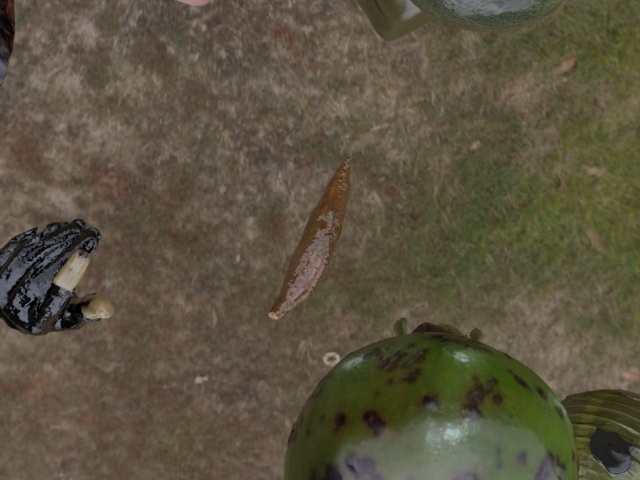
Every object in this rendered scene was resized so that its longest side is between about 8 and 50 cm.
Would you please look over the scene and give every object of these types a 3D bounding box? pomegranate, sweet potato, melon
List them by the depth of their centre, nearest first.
[{"bbox_3d":[0.080,0.145,0.639,0.210,0.263,0.211,4,134,4],"label":"pomegranate"},{"bbox_3d":[0.256,-0.435,1.295,0.301,0.237,0.238,-1,129,-26],"label":"melon"},{"bbox_3d":[0.000,0.000,1.449,0.072,0.315,0.066,17,163,27],"label":"sweet potato"}]

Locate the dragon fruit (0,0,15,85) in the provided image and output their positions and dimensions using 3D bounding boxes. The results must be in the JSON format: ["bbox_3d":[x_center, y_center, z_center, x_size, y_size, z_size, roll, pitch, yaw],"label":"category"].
[{"bbox_3d":[-0.312,-0.081,0.471,0.301,0.295,0.296,-14,136,-39],"label":"dragon fruit"}]

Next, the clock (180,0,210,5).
[{"bbox_3d":[-0.264,-0.508,1.485,0.227,0.241,0.142,28,112,-9],"label":"clock"}]

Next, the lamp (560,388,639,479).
[{"bbox_3d":[0.368,0.332,1.120,0.250,0.284,0.250,21,129,29],"label":"lamp"}]

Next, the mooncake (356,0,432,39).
[{"bbox_3d":[0.231,-0.559,1.664,0.378,0.378,0.201,-30,95,15],"label":"mooncake"}]

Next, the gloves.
[{"bbox_3d":[-0.300,0.045,0.942,0.106,0.129,0.180,-20,173,-33],"label":"gloves"}]
